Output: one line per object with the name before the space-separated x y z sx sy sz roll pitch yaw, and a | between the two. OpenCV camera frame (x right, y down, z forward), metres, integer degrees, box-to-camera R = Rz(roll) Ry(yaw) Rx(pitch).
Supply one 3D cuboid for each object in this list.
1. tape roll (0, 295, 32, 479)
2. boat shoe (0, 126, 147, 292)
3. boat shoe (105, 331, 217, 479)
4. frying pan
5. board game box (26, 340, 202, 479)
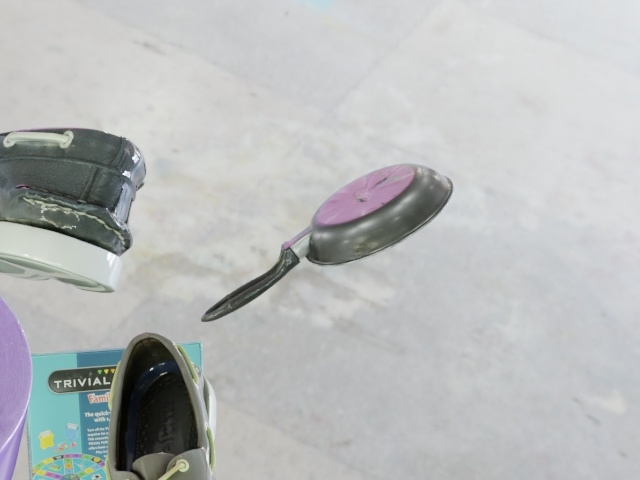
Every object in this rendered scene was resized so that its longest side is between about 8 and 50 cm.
tape roll | -0.355 0.115 0.889 0.275 0.090 0.274 13 38 -11
boat shoe | -0.206 -0.027 0.812 0.114 0.091 0.303 28 -13 -40
boat shoe | -0.141 0.214 1.085 0.109 0.091 0.305 -17 43 6
frying pan | 0.008 -0.015 1.473 0.326 0.053 0.197 -19 22 21
board game box | -0.291 0.321 1.755 0.254 0.336 0.079 -3 -4 -16
